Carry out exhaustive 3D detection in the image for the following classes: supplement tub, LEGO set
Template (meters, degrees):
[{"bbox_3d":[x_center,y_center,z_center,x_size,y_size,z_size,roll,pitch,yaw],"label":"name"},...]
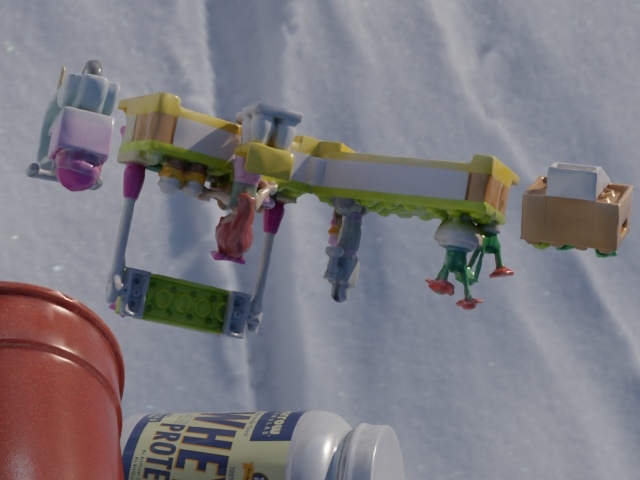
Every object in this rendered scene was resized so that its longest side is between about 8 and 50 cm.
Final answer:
[{"bbox_3d":[-0.077,0.316,1.676,0.235,0.324,0.236,-3,90,-75],"label":"supplement tub"},{"bbox_3d":[0.000,0.000,0.699,0.287,0.132,0.107,12,83,-10],"label":"LEGO set"}]

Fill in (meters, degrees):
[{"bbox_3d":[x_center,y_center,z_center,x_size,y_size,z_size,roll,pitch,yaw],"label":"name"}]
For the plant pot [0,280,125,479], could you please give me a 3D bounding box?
[{"bbox_3d":[-0.280,0.223,1.256,0.272,0.272,0.265,22,27,-34],"label":"plant pot"}]
